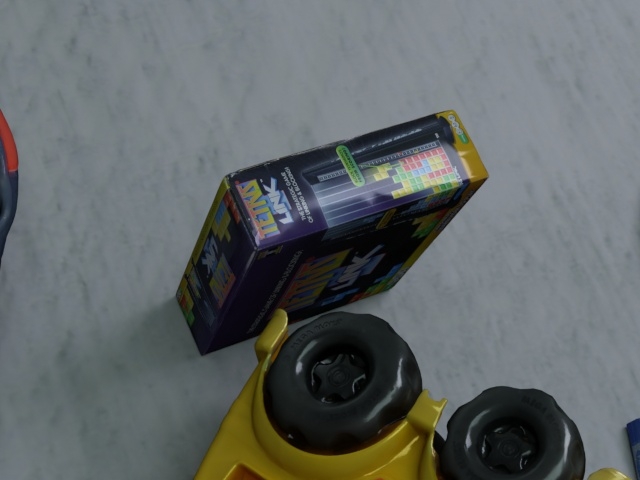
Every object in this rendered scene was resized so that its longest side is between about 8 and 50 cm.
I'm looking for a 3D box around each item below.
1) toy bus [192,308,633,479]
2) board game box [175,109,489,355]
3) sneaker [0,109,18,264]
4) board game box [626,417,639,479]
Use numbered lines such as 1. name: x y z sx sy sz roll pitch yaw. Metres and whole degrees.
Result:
1. toy bus: 0.026 0.167 0.570 0.220 0.149 0.211 21 61 31
2. board game box: 0.000 0.000 0.661 0.141 0.170 0.048 -19 73 -22
3. sneaker: -0.229 0.053 0.583 0.131 0.148 0.350 5 64 -14
4. board game box: 0.251 0.159 0.741 0.090 0.020 0.090 1 66 -16
